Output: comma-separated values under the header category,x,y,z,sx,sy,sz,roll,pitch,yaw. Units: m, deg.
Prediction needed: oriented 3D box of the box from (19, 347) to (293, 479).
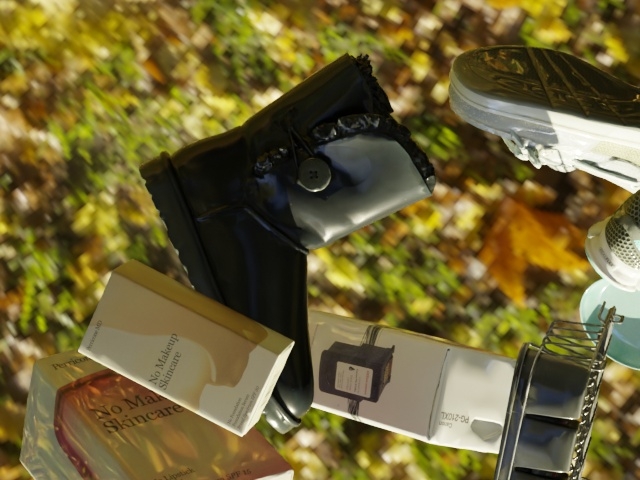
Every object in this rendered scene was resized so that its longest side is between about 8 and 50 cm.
category,x,y,z,sx,sy,sz,roll,pitch,yaw
box,-0.154,0.206,1.820,0.149,0.232,0.127,-14,131,-35

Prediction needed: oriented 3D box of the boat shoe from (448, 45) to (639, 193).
category,x,y,z,sx,sy,sz,roll,pitch,yaw
boat shoe,0.246,-0.086,1.733,0.320,0.118,0.103,12,121,-28

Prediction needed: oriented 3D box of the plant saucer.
category,x,y,z,sx,sy,sz,roll,pitch,yaw
plant saucer,0.327,0.081,2.045,0.021,0.119,0.119,-47,130,-43

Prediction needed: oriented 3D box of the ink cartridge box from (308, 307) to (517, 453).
category,x,y,z,sx,sy,sz,roll,pitch,yaw
ink cartridge box,0.084,0.142,2.018,0.172,0.237,0.100,14,89,-48

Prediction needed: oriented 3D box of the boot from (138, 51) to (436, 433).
category,x,y,z,sx,sy,sz,roll,pitch,yaw
boot,0.000,0.000,1.527,0.207,0.094,0.246,-26,87,3

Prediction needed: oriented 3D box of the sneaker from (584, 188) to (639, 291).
category,x,y,z,sx,sy,sz,roll,pitch,yaw
sneaker,0.237,-0.029,1.179,0.166,0.065,0.076,-31,163,-26

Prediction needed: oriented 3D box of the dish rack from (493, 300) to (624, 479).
category,x,y,z,sx,sy,sz,roll,pitch,yaw
dish rack,0.219,0.170,1.824,0.074,0.271,0.208,14,108,12

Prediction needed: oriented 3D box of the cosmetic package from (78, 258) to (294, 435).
category,x,y,z,sx,sy,sz,roll,pitch,yaw
cosmetic package,-0.081,0.064,1.193,0.115,0.041,0.060,25,104,8
